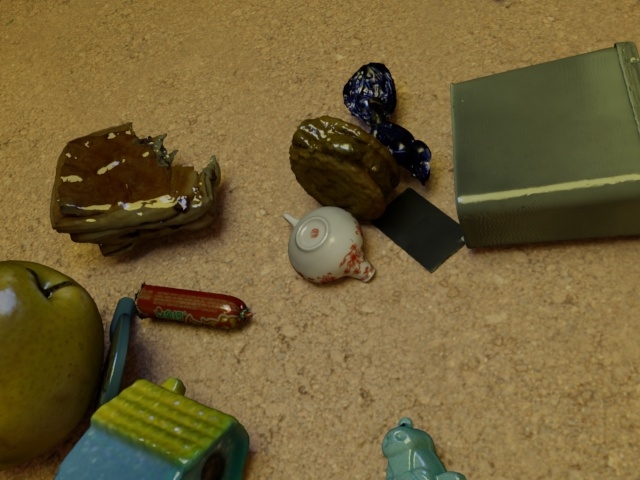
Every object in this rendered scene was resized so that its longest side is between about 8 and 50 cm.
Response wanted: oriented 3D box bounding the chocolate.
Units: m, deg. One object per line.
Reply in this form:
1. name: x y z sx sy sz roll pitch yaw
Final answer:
1. chocolate: 0.140 -0.242 1.376 0.126 0.148 0.343 -27 50 11

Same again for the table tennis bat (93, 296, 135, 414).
1. table tennis bat: -0.404 0.230 1.264 0.044 0.215 0.329 14 31 -18

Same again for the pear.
1. pear: -0.592 0.232 1.193 0.362 0.362 0.418 49 116 38

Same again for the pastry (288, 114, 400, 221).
1. pastry: 0.046 -0.156 1.296 0.240 0.235 0.132 15 60 41

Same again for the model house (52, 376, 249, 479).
1. model house: -0.278 0.382 1.075 0.237 0.215 0.303 13 59 29

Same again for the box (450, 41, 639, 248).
1. box: 0.427 -0.170 1.190 0.344 0.177 0.351 -6 56 18

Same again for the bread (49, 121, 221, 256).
1. bread: -0.411 -0.118 1.483 0.370 0.191 0.314 -9 48 1

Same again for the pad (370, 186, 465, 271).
1. pad: 0.199 -0.026 1.290 0.116 0.004 0.193 -41 52 -9

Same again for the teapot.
1. teapot: 0.000 0.000 1.297 0.159 0.116 0.245 -56 47 10

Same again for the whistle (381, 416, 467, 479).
1. whistle: 0.154 0.400 0.966 0.186 0.093 0.273 -34 49 31

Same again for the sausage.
1. sausage: -0.254 0.136 1.312 0.264 0.083 0.083 4 59 23
